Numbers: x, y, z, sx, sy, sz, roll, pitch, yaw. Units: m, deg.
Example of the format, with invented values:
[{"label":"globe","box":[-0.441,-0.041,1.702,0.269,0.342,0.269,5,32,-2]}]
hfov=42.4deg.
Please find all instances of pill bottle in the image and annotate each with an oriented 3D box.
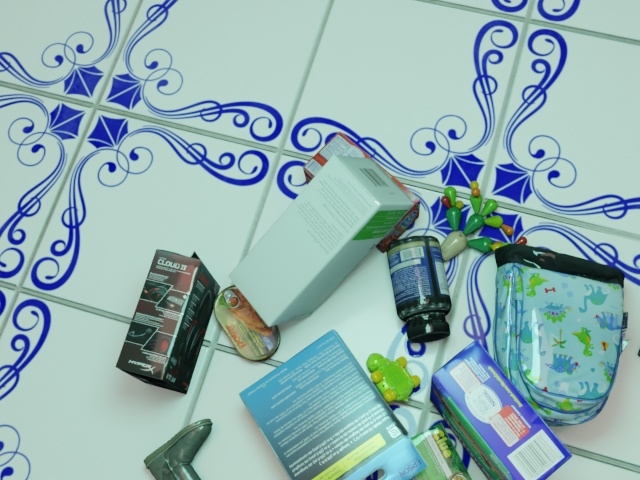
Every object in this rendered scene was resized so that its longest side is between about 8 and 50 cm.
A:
[{"label":"pill bottle","box":[0.220,0.108,1.810,0.122,0.123,0.219,-9,71,3]}]

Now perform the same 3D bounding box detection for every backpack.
[{"label":"backpack","box":[0.487,0.205,1.702,0.290,0.273,0.356,15,85,-4]}]

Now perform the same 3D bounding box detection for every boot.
[{"label":"boot","box":[-0.260,0.510,1.745,0.189,0.076,0.208,-40,65,7]}]

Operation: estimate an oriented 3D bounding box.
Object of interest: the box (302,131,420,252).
[{"label":"box","box":[0.095,-0.110,1.896,0.257,0.123,0.128,42,80,17]}]

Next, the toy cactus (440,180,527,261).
[{"label":"toy cactus","box":[0.339,-0.024,1.865,0.180,0.112,0.219,-45,81,0]}]

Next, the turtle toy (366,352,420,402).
[{"label":"turtle toy","box":[0.148,0.296,1.782,0.095,0.066,0.130,-24,66,-27]}]

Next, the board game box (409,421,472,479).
[{"label":"board game box","box":[0.255,0.526,1.714,0.136,0.030,0.260,-26,71,-1]}]

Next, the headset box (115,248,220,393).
[{"label":"headset box","box":[-0.319,0.167,1.792,0.110,0.218,0.293,13,73,9]}]

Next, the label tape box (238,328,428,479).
[{"label":"label tape box","box":[0.027,0.399,1.717,0.249,0.115,0.348,-33,66,-7]}]

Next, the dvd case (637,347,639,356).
[{"label":"dvd case","box":[0.811,0.174,1.780,0.179,0.029,0.239,23,74,13]}]

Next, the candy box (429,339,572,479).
[{"label":"candy box","box":[0.335,0.360,1.610,0.122,0.317,0.268,-36,71,-5]}]

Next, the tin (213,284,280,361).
[{"label":"tin","box":[-0.166,0.188,1.867,0.106,0.040,0.190,-32,71,-10]}]

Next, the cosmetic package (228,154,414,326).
[{"label":"cosmetic package","box":[0.000,0.000,1.752,0.155,0.197,0.365,48,113,17]}]
